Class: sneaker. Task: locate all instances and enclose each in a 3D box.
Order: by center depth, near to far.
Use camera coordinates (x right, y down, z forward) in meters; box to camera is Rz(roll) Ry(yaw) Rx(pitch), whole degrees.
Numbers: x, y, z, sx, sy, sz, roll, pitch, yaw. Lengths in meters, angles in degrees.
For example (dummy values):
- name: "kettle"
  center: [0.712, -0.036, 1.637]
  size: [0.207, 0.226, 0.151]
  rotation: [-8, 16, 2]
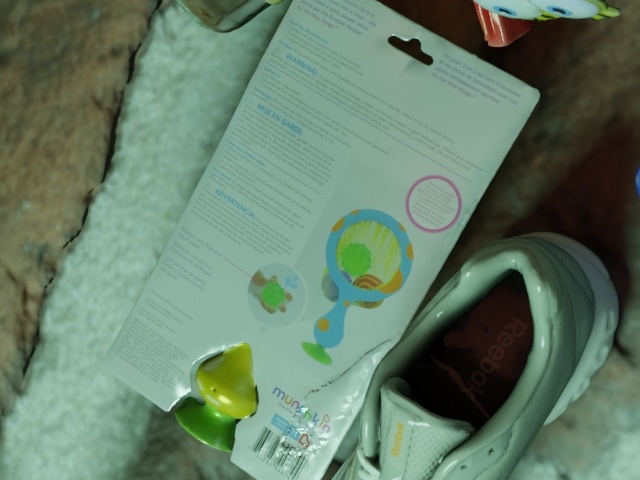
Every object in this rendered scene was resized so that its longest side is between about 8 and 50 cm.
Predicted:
- name: "sneaker"
  center: [0.041, 0.108, 0.568]
  size: [0.099, 0.121, 0.262]
  rotation: [26, 93, 24]

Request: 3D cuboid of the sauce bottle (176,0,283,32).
- name: "sauce bottle"
  center: [0.059, -0.238, 0.615]
  size: [0.344, 0.111, 0.111]
  rotation: [-32, 72, 14]

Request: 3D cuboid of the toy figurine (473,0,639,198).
- name: "toy figurine"
  center: [0.253, -0.045, 0.494]
  size: [0.362, 0.191, 0.217]
  rotation: [4, 121, 43]

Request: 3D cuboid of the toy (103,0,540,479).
- name: "toy"
  center: [0.000, 0.000, 0.635]
  size: [0.137, 0.056, 0.237]
  rotation: [33, 98, 19]
